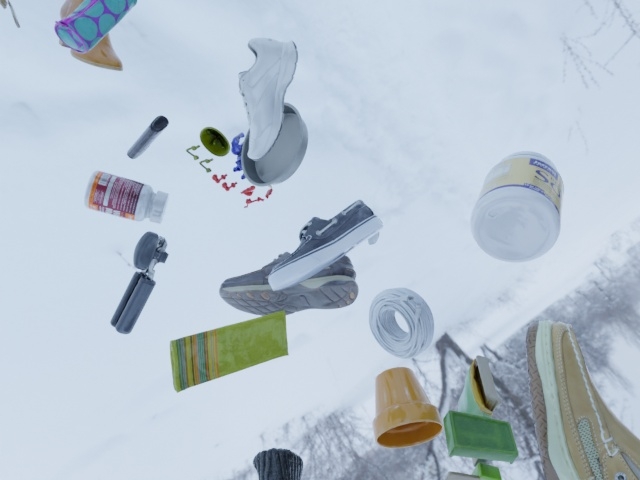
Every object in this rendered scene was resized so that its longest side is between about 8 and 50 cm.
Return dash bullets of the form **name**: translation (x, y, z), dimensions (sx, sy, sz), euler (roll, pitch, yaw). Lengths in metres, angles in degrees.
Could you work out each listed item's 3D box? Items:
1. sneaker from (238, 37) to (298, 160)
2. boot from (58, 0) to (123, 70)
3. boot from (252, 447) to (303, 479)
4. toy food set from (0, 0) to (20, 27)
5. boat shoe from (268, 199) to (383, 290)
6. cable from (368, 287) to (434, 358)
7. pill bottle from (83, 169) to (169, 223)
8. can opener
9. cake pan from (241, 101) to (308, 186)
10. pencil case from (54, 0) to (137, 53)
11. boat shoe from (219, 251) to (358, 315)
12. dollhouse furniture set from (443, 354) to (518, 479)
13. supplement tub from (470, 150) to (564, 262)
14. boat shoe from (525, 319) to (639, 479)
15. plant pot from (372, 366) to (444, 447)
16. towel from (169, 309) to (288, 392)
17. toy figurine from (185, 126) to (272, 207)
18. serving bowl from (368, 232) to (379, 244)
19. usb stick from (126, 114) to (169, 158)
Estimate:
- **sneaker**: translation (-0.147, -0.346, 1.138), dimensions (0.129, 0.111, 0.297), euler (9, 102, -18)
- **boot**: translation (-0.611, -0.594, 1.244), dimensions (0.104, 0.295, 0.211), euler (-8, 127, -55)
- **boot**: translation (-0.088, 0.711, 1.188), dimensions (0.131, 0.260, 0.348), euler (-8, 134, -7)
- **toy food set**: translation (-0.720, -0.563, 0.995), dimensions (0.038, 0.132, 0.192), euler (-25, 151, -16)
- **boat shoe**: translation (0.000, 0.000, 0.997), dimensions (0.301, 0.102, 0.108), euler (-31, 169, -25)
- **cable**: translation (0.286, 0.293, 1.665), dimensions (0.089, 0.257, 0.257), euler (-19, 107, -39)
- **pill bottle**: translation (-0.586, -0.126, 1.414), dimensions (0.221, 0.121, 0.121), euler (16, 133, -15)
- **can opener**: translation (-0.502, 0.109, 1.251), dimensions (0.095, 0.076, 0.284), euler (29, 85, -47)
- **cake pan**: translation (-0.152, -0.316, 1.558), dimensions (0.293, 0.293, 0.054), euler (-46, 143, 22)
- **pencil case**: translation (-0.396, -0.403, 0.821), dimensions (0.152, 0.064, 0.070), euler (-60, 173, -21)
- **boat shoe**: translation (-0.079, 0.106, 1.178), dimensions (0.355, 0.130, 0.132), euler (-4, 141, 10)
- **dollhouse furniture set**: translation (0.365, 0.458, 1.199), dimensions (0.151, 0.302, 0.198), euler (9, 126, -1)
- **supplement tub**: translation (0.604, -0.114, 1.411), dimensions (0.331, 0.241, 0.241), euler (-51, 173, -47)
- **boat shoe**: translation (0.173, 0.138, 0.271), dimensions (0.072, 0.190, 0.068), euler (-16, 168, 30)
- **plant pot**: translation (0.248, 0.500, 1.414), dimensions (0.205, 0.188, 0.205), euler (-6, 138, -5)
- **towel**: translation (-0.168, 0.210, 0.893), dimensions (0.237, 0.021, 0.102), euler (-11, 107, -32)
- **toy figurine**: translation (-0.328, -0.337, 1.869), dimensions (0.191, 0.217, 0.362), euler (-29, 119, 35)
- **serving bowl**: translation (0.178, -0.026, 1.534), dimensions (0.027, 0.083, 0.083), euler (3, 162, 18)
- **usb stick**: translation (-0.602, -0.354, 1.608), dimensions (0.278, 0.045, 0.077), euler (-19, -152, 49)
